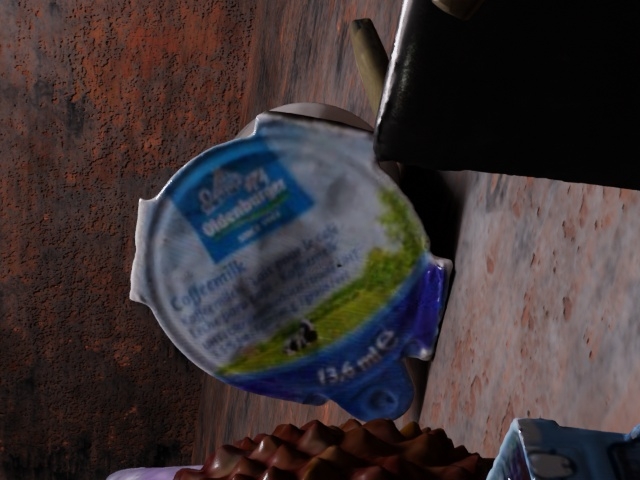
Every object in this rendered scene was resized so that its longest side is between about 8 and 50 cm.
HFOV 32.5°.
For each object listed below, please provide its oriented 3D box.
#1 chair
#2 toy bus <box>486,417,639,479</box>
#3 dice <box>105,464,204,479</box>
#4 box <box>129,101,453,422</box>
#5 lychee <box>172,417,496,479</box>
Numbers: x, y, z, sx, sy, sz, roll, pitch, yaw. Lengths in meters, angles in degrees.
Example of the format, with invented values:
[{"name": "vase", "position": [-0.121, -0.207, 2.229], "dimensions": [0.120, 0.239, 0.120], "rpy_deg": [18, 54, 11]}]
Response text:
[{"name": "chair", "position": [0.114, -0.102, 0.445], "dimensions": [0.272, 0.188, 0.166], "rpy_deg": [-99, 16, -61]}, {"name": "toy bus", "position": [0.131, 0.201, 0.356], "dimensions": [0.297, 0.131, 0.106], "rpy_deg": [-97, 15, -49]}, {"name": "dice", "position": [-0.073, 0.346, 0.990], "dimensions": [0.270, 0.271, 0.270], "rpy_deg": [126, 147, -70]}, {"name": "box", "position": [0.000, 0.000, 1.004], "dimensions": [0.262, 0.291, 0.206], "rpy_deg": [-35, 17, 20]}, {"name": "lychee", "position": [-0.005, 0.253, 0.616], "dimensions": [0.330, 0.306, 0.306], "rpy_deg": [-37, 38, 29]}]
